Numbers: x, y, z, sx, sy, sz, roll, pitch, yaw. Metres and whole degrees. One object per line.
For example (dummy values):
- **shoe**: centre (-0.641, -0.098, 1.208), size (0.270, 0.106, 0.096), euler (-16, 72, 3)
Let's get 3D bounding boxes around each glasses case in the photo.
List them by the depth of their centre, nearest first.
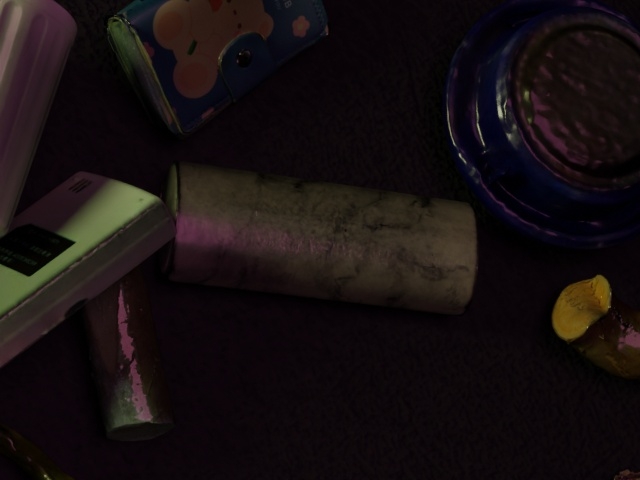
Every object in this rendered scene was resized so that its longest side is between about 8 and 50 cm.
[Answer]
- **glasses case**: centre (0.000, 0.000, 1.737), size (0.299, 0.060, 0.114), euler (8, 72, -19)

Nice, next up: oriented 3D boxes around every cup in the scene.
- **cup**: centre (-0.333, -0.114, 1.611), size (0.167, 0.221, 0.202), euler (31, 67, -48)

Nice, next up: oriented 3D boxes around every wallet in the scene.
- **wallet**: centre (-0.094, -0.197, 1.730), size (0.202, 0.059, 0.141), euler (-39, 121, -25)

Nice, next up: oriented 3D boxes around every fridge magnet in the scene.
- **fridge magnet**: centre (0.247, -0.121, 1.832), size (0.265, 0.112, 0.266), euler (6, 73, -19)

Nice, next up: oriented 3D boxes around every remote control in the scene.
- **remote control**: centre (-0.287, 0.060, 1.573), size (0.344, 0.145, 0.050), euler (-38, 122, -23)

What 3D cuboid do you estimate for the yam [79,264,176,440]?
- **yam**: centre (-0.173, 0.091, 1.646), size (0.068, 0.068, 0.169), euler (-10, 81, -22)

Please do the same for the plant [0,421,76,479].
- **plant**: centre (-0.201, 0.218, 1.557), size (0.251, 0.180, 0.333), euler (-29, 85, -35)

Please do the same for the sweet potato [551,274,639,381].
- **sweet potato**: centre (0.361, 0.080, 1.840), size (0.285, 0.085, 0.112), euler (-7, 75, -22)

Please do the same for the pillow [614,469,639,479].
- **pillow**: centre (0.348, 0.307, 1.804), size (0.118, 0.043, 0.185), euler (-6, 76, -15)
